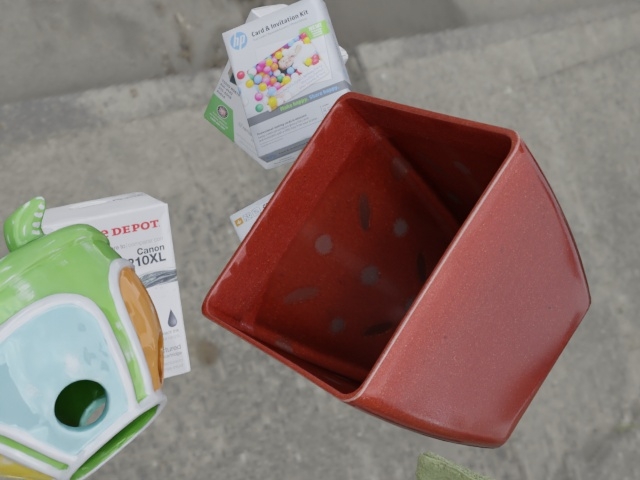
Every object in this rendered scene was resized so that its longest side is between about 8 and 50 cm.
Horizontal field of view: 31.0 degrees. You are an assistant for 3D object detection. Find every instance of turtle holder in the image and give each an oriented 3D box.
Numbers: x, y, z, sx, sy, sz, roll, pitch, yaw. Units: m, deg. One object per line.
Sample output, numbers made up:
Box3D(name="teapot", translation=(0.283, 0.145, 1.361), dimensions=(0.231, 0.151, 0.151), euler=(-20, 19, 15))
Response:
Box3D(name="turtle holder", translation=(-0.299, 0.136, 1.140), dimensions=(0.227, 0.243, 0.320), euler=(48, 55, 8))

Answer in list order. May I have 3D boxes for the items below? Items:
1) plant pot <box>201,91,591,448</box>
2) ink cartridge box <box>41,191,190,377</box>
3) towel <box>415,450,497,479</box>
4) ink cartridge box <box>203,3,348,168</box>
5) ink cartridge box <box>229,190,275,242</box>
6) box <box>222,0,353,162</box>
Box3D(name="plant pot", translation=(0.096, 0.049, 1.104), dimensions=(0.236, 0.267, 0.267), euler=(39, 81, -36))
Box3D(name="ink cartridge box", translation=(-0.280, 0.070, 1.514), dimensions=(0.172, 0.100, 0.237), euler=(-13, 105, -25))
Box3D(name="towel", translation=(0.180, 0.345, 1.495), dimensions=(0.027, 0.148, 0.110), euler=(1, 104, -52))
Box3D(name="ink cartridge box", translation=(-0.076, -0.255, 1.902), dimensions=(0.160, 0.219, 0.092), euler=(40, 34, 18))
Box3D(name="ink cartridge box", translation=(0.000, 0.000, 2.373), dimensions=(0.307, 0.303, 0.072), euler=(63, 2, 33))
Box3D(name="box", translation=(-0.038, -0.217, 1.545), dimensions=(0.038, 0.145, 0.186), euler=(27, 45, -70))
